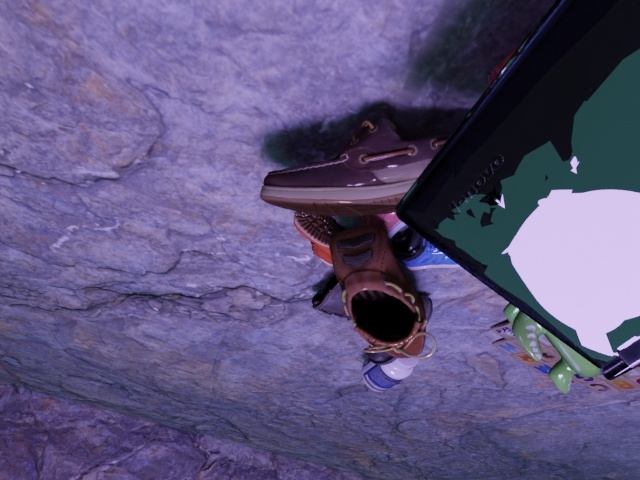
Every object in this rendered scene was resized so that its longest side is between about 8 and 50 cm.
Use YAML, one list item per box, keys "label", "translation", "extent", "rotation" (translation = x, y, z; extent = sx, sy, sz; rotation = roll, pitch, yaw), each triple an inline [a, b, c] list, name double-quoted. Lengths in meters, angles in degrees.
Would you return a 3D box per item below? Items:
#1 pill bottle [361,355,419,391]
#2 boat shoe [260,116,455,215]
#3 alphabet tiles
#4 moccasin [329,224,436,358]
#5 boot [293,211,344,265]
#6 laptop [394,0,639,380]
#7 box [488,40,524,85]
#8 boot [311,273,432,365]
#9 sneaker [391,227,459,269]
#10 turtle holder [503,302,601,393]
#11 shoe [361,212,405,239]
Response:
- label: "pill bottle"
  translation: [0.176, 0.309, 1.223]
  extent: [0.094, 0.094, 0.169]
  rotation: [17, 144, -11]
- label: "boat shoe"
  translation: [0.086, -0.104, 0.667]
  extent: [0.341, 0.123, 0.123]
  rotation: [-4, 174, 12]
- label: "alphabet tiles"
  translation: [0.559, 0.251, 1.066]
  extent: [0.342, 0.011, 0.285]
  rotation: [30, 149, -13]
- label: "moccasin"
  translation: [0.118, 0.129, 0.841]
  extent: [0.139, 0.147, 0.380]
  rotation: [-10, 145, 9]
- label: "boot"
  translation: [0.000, 0.000, 0.872]
  extent: [0.157, 0.059, 0.084]
  rotation: [34, 144, -30]
- label: "laptop"
  translation: [0.367, -0.072, 0.470]
  extent: [0.407, 0.236, 0.382]
  rotation: [-1, 139, -39]
- label: "box"
  translation: [0.354, -0.123, 0.551]
  extent: [0.299, 0.142, 0.154]
  rotation: [26, 141, -22]
- label: "boot"
  translation: [0.088, 0.159, 1.052]
  extent: [0.228, 0.091, 0.263]
  rotation: [18, 133, -12]
- label: "sneaker"
  translation: [0.193, 0.008, 0.838]
  extent: [0.152, 0.058, 0.084]
  rotation: [-12, 149, 36]
- label: "turtle holder"
  translation: [0.360, 0.040, 0.729]
  extent: [0.227, 0.243, 0.320]
  rotation: [-38, 97, 14]
- label: "shoe"
  translation: [0.088, -0.041, 0.793]
  extent: [0.081, 0.064, 0.178]
  rotation: [28, 135, -21]
